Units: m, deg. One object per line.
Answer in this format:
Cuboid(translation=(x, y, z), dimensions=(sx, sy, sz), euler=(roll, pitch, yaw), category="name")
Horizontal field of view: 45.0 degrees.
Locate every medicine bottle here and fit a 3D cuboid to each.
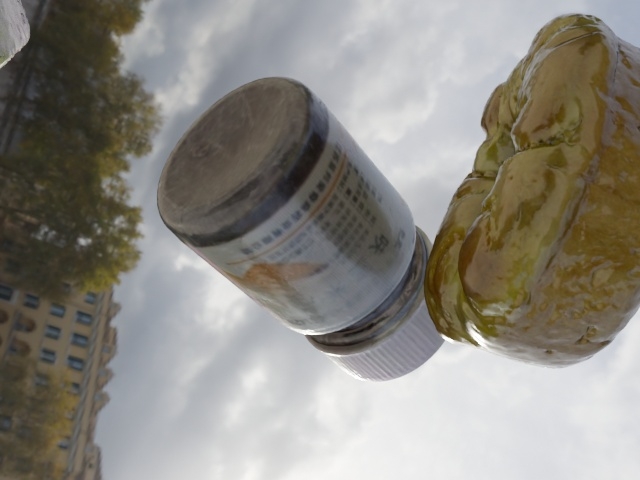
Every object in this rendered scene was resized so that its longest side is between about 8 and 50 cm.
Cuboid(translation=(0.000, 0.000, 0.693), dimensions=(0.165, 0.273, 0.165), euler=(-26, -140, 24), category="medicine bottle")

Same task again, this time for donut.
Cuboid(translation=(0.176, -0.036, 0.571), dimensions=(0.208, 0.128, 0.261), euler=(119, -7, -74), category="donut")

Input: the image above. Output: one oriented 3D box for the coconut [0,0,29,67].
Cuboid(translation=(-0.291, -0.141, 0.422), dimensions=(0.245, 0.233, 0.233), euler=(-43, -148, 6), category="coconut")
